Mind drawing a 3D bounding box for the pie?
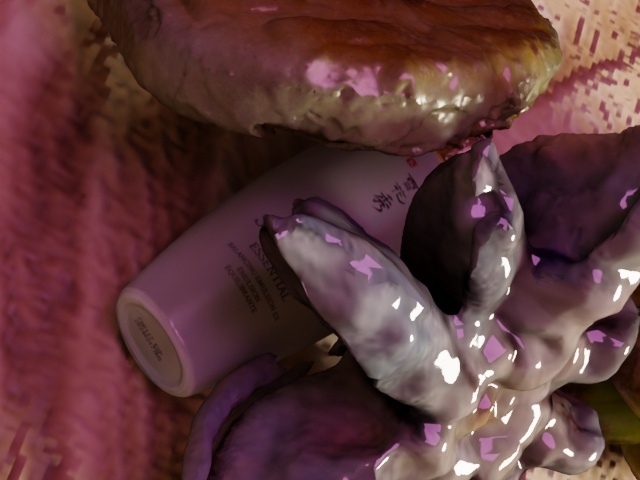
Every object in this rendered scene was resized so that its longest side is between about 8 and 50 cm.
[{"bbox_3d":[0.003,-0.089,0.459,0.195,0.046,0.195,10,31,-6],"label":"pie"}]

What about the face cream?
[{"bbox_3d":[0.000,0.000,0.492,0.182,0.051,0.072,-31,90,-35],"label":"face cream"}]

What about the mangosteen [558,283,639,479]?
[{"bbox_3d":[0.203,0.056,0.545,0.217,0.192,0.192,-27,92,4],"label":"mangosteen"}]

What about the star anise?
[{"bbox_3d":[0.044,0.047,0.432,0.236,0.093,0.229,-46,136,8],"label":"star anise"}]
